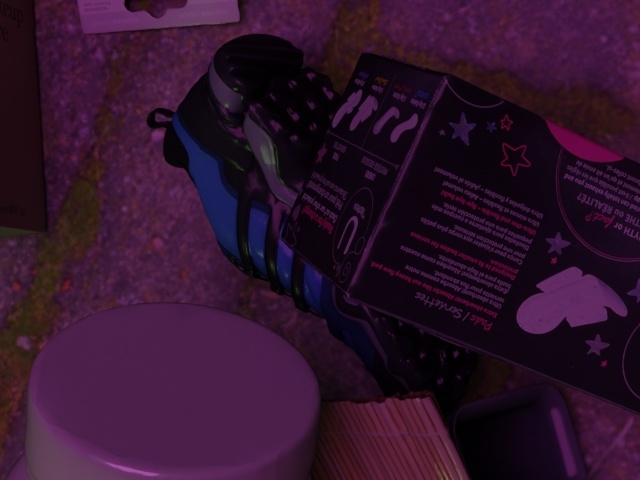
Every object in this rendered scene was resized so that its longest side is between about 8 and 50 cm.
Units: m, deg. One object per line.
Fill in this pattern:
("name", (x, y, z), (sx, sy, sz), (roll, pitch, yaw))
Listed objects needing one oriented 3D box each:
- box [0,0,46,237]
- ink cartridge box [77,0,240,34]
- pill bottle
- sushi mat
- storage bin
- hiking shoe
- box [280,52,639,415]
("box", (-0.305, -0.156, 1.100), (0.121, 0.148, 0.311), (-6, 86, 16))
("ink cartridge box", (-0.128, -0.257, 1.106), (0.145, 0.045, 0.179), (-1, 105, 22))
("pill bottle", (-0.107, 0.235, 0.910), (0.204, 0.204, 0.361), (20, 122, 18))
("sushi mat", (0.080, 0.235, 0.921), (0.151, 0.019, 0.316), (-12, 109, 47))
("storage bin", (0.104, 0.160, 0.956), (0.091, 0.135, 0.098), (-23, 80, 40))
("hiking shoe", (0.000, 0.000, 1.029), (0.132, 0.113, 0.304), (-37, 82, 44))
("box", (0.124, 0.000, 0.888), (0.247, 0.163, 0.142), (23, 95, -19))
